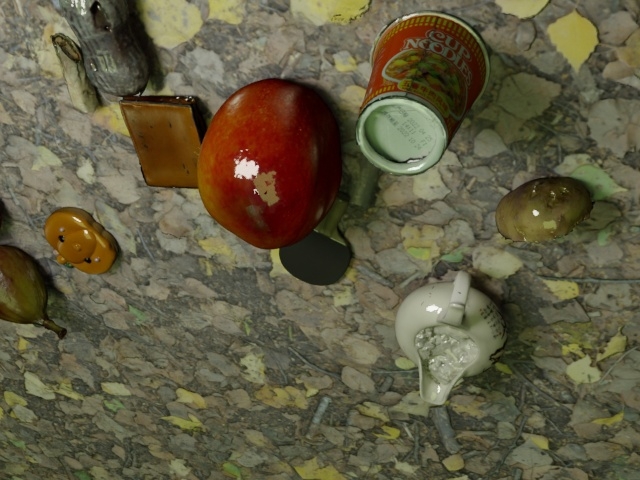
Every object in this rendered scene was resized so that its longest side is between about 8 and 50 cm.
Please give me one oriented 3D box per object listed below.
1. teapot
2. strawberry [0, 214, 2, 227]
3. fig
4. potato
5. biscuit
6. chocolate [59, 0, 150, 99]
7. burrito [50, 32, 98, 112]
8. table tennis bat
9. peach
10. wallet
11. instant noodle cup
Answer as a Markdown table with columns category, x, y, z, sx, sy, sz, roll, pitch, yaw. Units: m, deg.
| category | x | y | z | sx | sy | sz | roll | pitch | yaw |
| --- | --- | --- | --- | --- | --- | --- | --- | --- | --- |
| teapot | 0.237 | 0.164 | 1.527 | 0.208 | 0.166 | 0.299 | 21 | 144 | 19 |
| strawberry | -0.753 | -0.046 | 1.753 | 0.148 | 0.131 | 0.131 | -32 | 112 | 30 |
| fig | -0.665 | 0.125 | 1.837 | 0.274 | 0.145 | 0.170 | 38 | 134 | 7 |
| potato | 0.342 | -0.055 | 1.336 | 0.172 | 0.100 | 0.089 | -14 | 117 | 34 |
| biscuit | -0.518 | 0.011 | 1.757 | 0.170 | 0.050 | 0.170 | 11 | 131 | 13 |
| chocolate | -0.355 | -0.344 | 1.356 | 0.110 | 0.110 | 0.248 | 5 | 130 | 18 |
| burrito | -0.435 | -0.295 | 1.468 | 0.055 | 0.041 | 0.149 | 14 | 134 | 28 |
| table tennis bat | 0.000 | 0.000 | 1.565 | 0.138 | 0.022 | 0.246 | 25 | 134 | 0 |
| peach | -0.077 | -0.127 | 1.381 | 0.249 | 0.245 | 0.274 | 2 | 124 | -17 |
| wallet | -0.271 | -0.178 | 1.509 | 0.161 | 0.042 | 0.195 | 6 | 132 | 23 |
| instant noodle cup | 0.137 | -0.204 | 1.205 | 0.193 | 0.212 | 0.193 | 11 | 132 | 13 |
